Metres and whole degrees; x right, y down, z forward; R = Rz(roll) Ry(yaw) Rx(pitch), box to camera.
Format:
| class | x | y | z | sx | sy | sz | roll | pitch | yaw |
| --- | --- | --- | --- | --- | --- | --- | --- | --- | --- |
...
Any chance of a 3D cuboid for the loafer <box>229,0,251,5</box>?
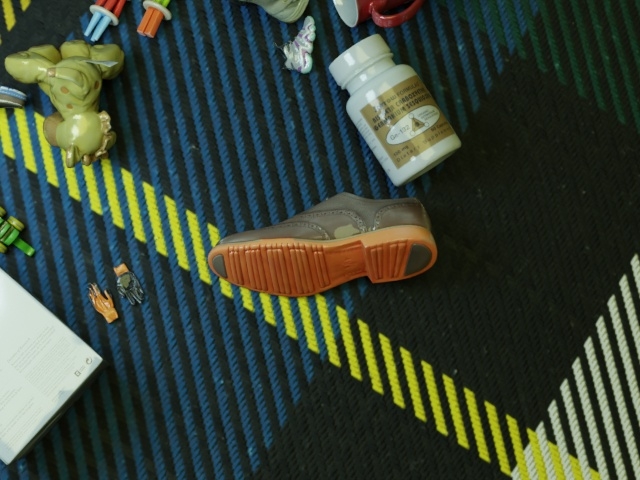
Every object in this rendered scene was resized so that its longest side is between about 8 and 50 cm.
| class | x | y | z | sx | sy | sz | roll | pitch | yaw |
| --- | --- | --- | --- | --- | --- | --- | --- | --- | --- |
| loafer | -0.104 | -0.492 | 1.941 | 0.078 | 0.080 | 0.220 | 25 | 78 | 30 |

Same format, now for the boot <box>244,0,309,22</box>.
| class | x | y | z | sx | sy | sz | roll | pitch | yaw |
| --- | --- | --- | --- | --- | --- | --- | --- | --- | --- |
| boot | -0.063 | -0.471 | 1.868 | 0.077 | 0.165 | 0.213 | 25 | 99 | 32 |

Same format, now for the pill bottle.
| class | x | y | z | sx | sy | sz | roll | pitch | yaw |
| --- | --- | --- | --- | --- | --- | --- | --- | --- | --- |
| pill bottle | 0.117 | -0.215 | 1.892 | 0.131 | 0.131 | 0.229 | -32 | 87 | -11 |

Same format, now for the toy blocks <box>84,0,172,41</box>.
| class | x | y | z | sx | sy | sz | roll | pitch | yaw |
| --- | --- | --- | --- | --- | --- | --- | --- | --- | --- |
| toy blocks | -0.309 | -0.377 | 1.897 | 0.123 | 0.054 | 0.148 | 27 | 79 | -2 |

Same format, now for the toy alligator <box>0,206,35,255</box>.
| class | x | y | z | sx | sy | sz | roll | pitch | yaw |
| --- | --- | --- | --- | --- | --- | --- | --- | --- | --- |
| toy alligator | -0.530 | -0.038 | 1.816 | 0.189 | 0.051 | 0.056 | 37 | 78 | -1 |

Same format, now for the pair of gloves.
| class | x | y | z | sx | sy | sz | roll | pitch | yaw |
| --- | --- | --- | --- | --- | --- | --- | --- | --- | --- |
| pair of gloves | -0.327 | 0.084 | 1.847 | 0.083 | 0.010 | 0.074 | -33 | 86 | -14 |

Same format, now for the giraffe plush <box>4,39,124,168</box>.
| class | x | y | z | sx | sy | sz | roll | pitch | yaw |
| --- | --- | --- | --- | --- | --- | --- | --- | --- | --- |
| giraffe plush | -0.380 | -0.210 | 1.816 | 0.181 | 0.210 | 0.171 | -18 | 117 | -35 |

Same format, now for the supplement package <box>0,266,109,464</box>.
| class | x | y | z | sx | sy | sz | roll | pitch | yaw |
| --- | --- | --- | --- | --- | --- | --- | --- | --- | --- |
| supplement package | -0.480 | 0.167 | 1.717 | 0.262 | 0.198 | 0.199 | 42 | 79 | 0 |

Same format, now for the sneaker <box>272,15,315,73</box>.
| class | x | y | z | sx | sy | sz | roll | pitch | yaw |
| --- | --- | --- | --- | --- | --- | --- | --- | --- | --- |
| sneaker | -0.045 | -0.331 | 1.934 | 0.069 | 0.038 | 0.098 | 6 | 80 | -8 |

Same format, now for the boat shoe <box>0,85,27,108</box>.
| class | x | y | z | sx | sy | sz | roll | pitch | yaw |
| --- | --- | --- | --- | --- | --- | --- | --- | --- | --- |
| boat shoe | -0.558 | -0.214 | 1.838 | 0.183 | 0.066 | 0.066 | 3 | 86 | 3 |

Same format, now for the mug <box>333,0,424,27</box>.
| class | x | y | z | sx | sy | sz | roll | pitch | yaw |
| --- | --- | --- | --- | --- | --- | --- | --- | --- | --- |
| mug | 0.118 | -0.422 | 1.938 | 0.169 | 0.113 | 0.150 | -22 | 83 | -15 |

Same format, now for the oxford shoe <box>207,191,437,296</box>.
| class | x | y | z | sx | sy | sz | roll | pitch | yaw |
| --- | --- | --- | --- | --- | --- | --- | --- | --- | --- |
| oxford shoe | 0.000 | 0.000 | 1.869 | 0.363 | 0.130 | 0.133 | -4 | 49 | -2 |
